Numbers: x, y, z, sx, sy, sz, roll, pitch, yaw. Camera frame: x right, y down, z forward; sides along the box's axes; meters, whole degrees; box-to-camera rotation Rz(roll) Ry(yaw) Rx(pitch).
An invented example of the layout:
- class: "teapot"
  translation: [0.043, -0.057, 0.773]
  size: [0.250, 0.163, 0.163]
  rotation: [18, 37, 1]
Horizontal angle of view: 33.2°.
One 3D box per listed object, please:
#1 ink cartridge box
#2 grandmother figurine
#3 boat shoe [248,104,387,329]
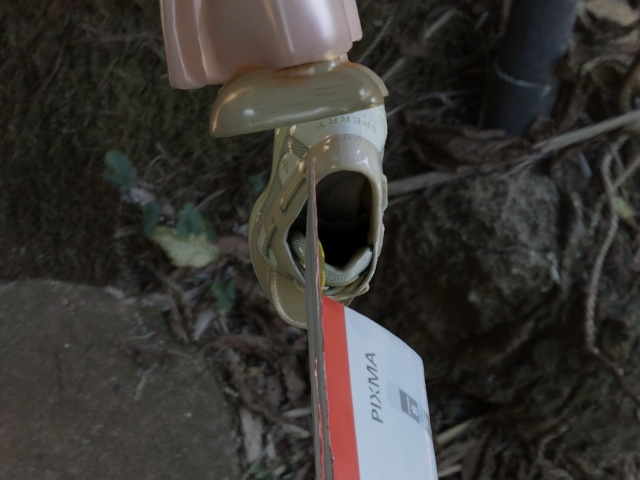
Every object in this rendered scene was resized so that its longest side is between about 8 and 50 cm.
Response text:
- class: "ink cartridge box"
  translation: [0.043, 0.182, 0.622]
  size: [0.091, 0.385, 0.308]
  rotation: [-3, 56, -2]
- class: "grandmother figurine"
  translation: [-0.042, -0.219, 0.439]
  size: [0.104, 0.208, 0.342]
  rotation: [-11, 99, -2]
- class: "boat shoe"
  translation: [0.000, 0.000, 0.880]
  size: [0.109, 0.302, 0.098]
  rotation: [0, 55, -9]
